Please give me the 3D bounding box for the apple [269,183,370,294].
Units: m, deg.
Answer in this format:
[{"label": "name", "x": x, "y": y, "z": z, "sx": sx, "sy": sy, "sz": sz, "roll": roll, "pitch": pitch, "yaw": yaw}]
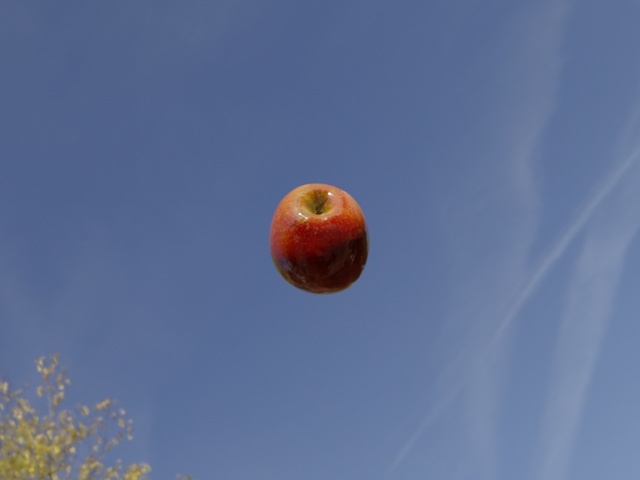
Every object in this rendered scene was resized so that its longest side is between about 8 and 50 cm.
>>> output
[{"label": "apple", "x": 0.000, "y": 0.000, "z": 1.553, "sx": 0.181, "sy": 0.181, "sz": 0.168, "roll": -20, "pitch": -41, "yaw": -23}]
